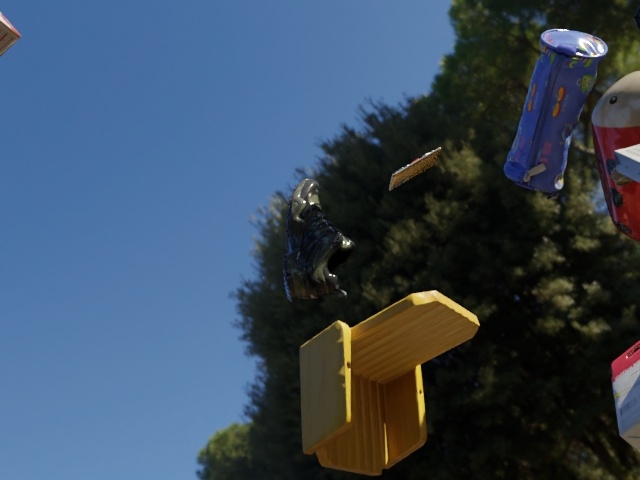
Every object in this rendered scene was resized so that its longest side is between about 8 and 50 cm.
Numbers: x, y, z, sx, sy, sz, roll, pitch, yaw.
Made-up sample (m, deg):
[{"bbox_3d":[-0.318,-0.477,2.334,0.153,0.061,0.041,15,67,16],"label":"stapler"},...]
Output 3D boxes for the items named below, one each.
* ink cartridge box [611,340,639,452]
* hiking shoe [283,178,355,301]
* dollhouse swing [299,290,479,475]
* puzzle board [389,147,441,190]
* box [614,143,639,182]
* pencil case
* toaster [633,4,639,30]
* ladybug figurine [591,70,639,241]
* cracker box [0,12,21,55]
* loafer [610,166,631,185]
[{"bbox_3d":[0.609,0.271,1.415,0.134,0.078,0.231,-49,5,29],"label":"ink cartridge box"},{"bbox_3d":[0.000,0.000,1.282,0.114,0.227,0.086,3,-29,0],"label":"hiking shoe"},{"bbox_3d":[0.178,0.316,1.668,0.305,0.315,0.347,-17,-28,28],"label":"dollhouse swing"},{"bbox_3d":[0.212,-0.163,1.765,0.128,0.011,0.096,-30,-13,-7],"label":"puzzle board"},{"bbox_3d":[0.547,-0.124,1.127,0.186,0.145,0.038,-17,-70,-1],"label":"box"},{"bbox_3d":[0.429,-0.232,1.447,0.133,0.119,0.306,-43,-32,-52],"label":"pencil case"},{"bbox_3d":[0.759,-0.485,1.643,0.110,0.168,0.185,3,-48,-9],"label":"toaster"},{"bbox_3d":[0.770,-0.181,1.900,0.162,0.305,0.449,-14,-77,13],"label":"ladybug figurine"},{"bbox_3d":[-0.484,-0.321,0.925,0.067,0.156,0.232,-44,-20,0],"label":"cracker box"},{"bbox_3d":[0.610,-0.133,1.495,0.056,0.050,0.148,-10,-16,-12],"label":"loafer"}]
